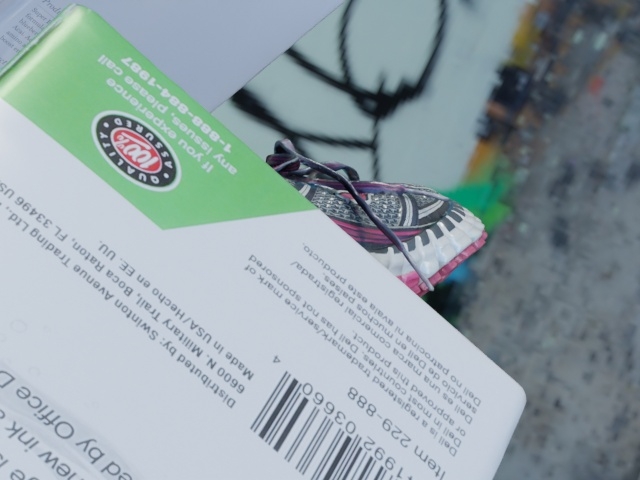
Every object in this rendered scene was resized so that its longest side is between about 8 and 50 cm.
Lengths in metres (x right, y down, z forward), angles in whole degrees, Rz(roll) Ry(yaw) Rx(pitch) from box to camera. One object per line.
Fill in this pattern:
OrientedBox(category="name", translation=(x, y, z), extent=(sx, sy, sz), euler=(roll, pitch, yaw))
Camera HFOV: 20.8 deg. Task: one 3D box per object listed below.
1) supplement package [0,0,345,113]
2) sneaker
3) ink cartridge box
OrientedBox(category="supplement package", translation=(-0.127, -0.203, 1.243), extent=(0.293, 0.177, 0.175), euler=(-38, 42, 15))
OrientedBox(category="sneaker", translation=(0.000, 0.000, 0.916), extent=(0.121, 0.299, 0.112), euler=(-35, 86, 19))
OrientedBox(category="ink cartridge box", translation=(-0.087, 0.093, 0.517), extent=(0.121, 0.211, 0.289), euler=(-43, 8, 40))
